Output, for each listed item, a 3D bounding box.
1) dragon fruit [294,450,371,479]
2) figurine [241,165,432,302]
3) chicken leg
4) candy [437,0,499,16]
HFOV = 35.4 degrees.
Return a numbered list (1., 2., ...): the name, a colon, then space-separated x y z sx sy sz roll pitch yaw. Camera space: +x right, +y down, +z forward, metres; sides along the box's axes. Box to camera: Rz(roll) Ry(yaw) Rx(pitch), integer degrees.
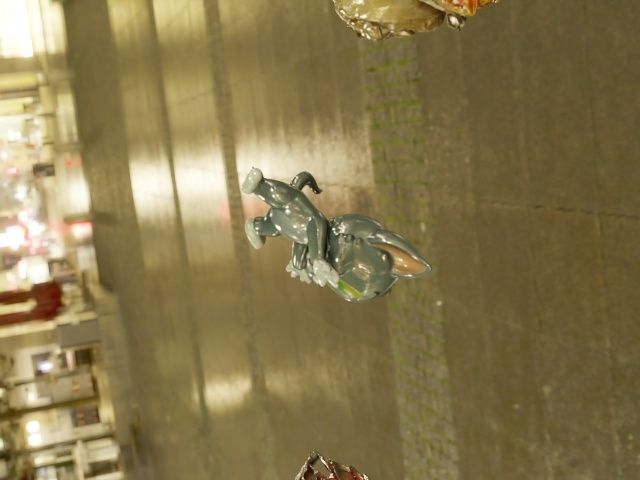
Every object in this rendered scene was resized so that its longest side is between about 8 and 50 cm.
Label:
1. dragon fruit: 0.024 0.329 1.227 0.142 0.121 0.130 34 120 18
2. figurine: 0.000 -0.005 1.395 0.265 0.140 0.193 48 155 -2
3. chicken leg: 0.095 -0.236 0.851 0.080 0.196 0.125 -12 97 65
4. candy: 0.073 -0.214 0.681 0.201 0.061 0.060 28 -138 -59
